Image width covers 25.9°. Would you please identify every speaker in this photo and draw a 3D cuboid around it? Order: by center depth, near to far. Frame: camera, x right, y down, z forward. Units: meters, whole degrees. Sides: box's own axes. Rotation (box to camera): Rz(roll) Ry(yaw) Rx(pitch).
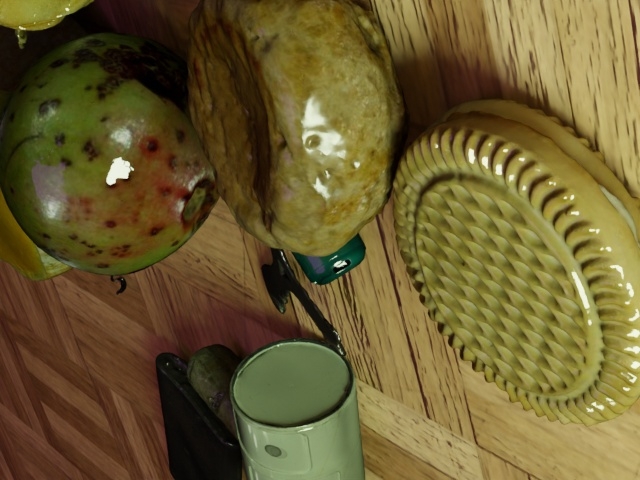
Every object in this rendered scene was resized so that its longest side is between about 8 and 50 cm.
[{"bbox_3d":[-0.005,0.003,1.260,0.075,0.060,0.094,59,154,4],"label":"speaker"}]

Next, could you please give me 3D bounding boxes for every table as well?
[{"bbox_3d":[-0.019,0.221,1.442,0.126,0.126,0.220,37,147,39],"label":"table"}]

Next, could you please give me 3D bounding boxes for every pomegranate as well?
[{"bbox_3d":[-0.237,-0.083,1.341,0.306,0.242,0.242,3,125,27],"label":"pomegranate"}]

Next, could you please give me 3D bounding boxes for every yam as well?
[{"bbox_3d":[-0.091,0.186,1.599,0.146,0.070,0.069,46,151,28],"label":"yam"}]

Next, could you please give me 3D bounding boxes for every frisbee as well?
[{"bbox_3d":[-0.024,0.042,1.341,0.187,0.012,0.211,55,162,31],"label":"frisbee"}]

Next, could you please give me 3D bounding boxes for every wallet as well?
[{"bbox_3d":[-0.153,0.285,1.846,0.170,0.044,0.321,46,155,27],"label":"wallet"}]

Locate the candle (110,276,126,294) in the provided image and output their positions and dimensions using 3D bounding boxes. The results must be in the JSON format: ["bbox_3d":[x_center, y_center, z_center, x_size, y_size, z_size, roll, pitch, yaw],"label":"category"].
[{"bbox_3d":[-0.284,-0.005,1.796,0.026,0.021,0.167,5,123,35],"label":"candle"}]

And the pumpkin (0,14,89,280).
[{"bbox_3d":[-0.352,-0.108,1.563,0.332,0.199,0.332,39,153,24],"label":"pumpkin"}]

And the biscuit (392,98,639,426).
[{"bbox_3d":[0.144,0.014,0.986,0.259,0.079,0.259,41,149,31],"label":"biscuit"}]

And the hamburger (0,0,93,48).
[{"bbox_3d":[-0.258,-0.298,1.256,0.122,0.215,0.189,44,180,37],"label":"hamburger"}]

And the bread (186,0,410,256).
[{"bbox_3d":[-0.017,-0.105,1.080,0.230,0.123,0.230,48,148,43],"label":"bread"}]
